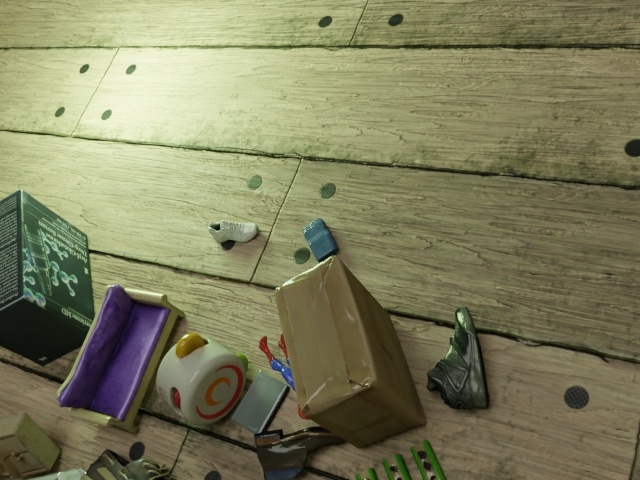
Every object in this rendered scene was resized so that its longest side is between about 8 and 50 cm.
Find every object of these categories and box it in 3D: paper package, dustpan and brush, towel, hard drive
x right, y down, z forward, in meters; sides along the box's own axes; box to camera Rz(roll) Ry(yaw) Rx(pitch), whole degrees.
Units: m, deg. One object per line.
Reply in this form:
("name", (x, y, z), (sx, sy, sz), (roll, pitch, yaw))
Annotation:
("paper package", (0.063, 0.244, 1.543), (0.168, 0.325, 0.310), (-25, 54, 13))
("dustpan and brush", (-0.609, 0.629, 1.787), (0.211, 0.147, 0.060), (43, 117, 35))
("towel", (0.000, 0.000, 1.907), (0.067, 0.029, 0.119), (-32, 52, 8))
("hard drive", (-0.143, 0.392, 1.756), (0.094, 0.022, 0.135), (21, 74, 35))

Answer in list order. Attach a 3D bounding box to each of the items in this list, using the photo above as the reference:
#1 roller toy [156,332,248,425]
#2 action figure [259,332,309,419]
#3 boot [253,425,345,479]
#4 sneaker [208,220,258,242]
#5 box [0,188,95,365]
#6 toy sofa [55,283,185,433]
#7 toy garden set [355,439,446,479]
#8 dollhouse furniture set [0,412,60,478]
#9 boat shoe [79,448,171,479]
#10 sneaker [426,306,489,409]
("roller toy", (-0.291, 0.331, 1.758), (0.146, 0.209, 0.191), (26, 85, 37))
("action figure", (-0.043, 0.300, 1.681), (0.091, 0.139, 0.280), (-10, 45, -30))
("boot", (-0.037, 0.476, 1.637), (0.219, 0.082, 0.106), (-7, 85, 12))
("sneaker", (-0.245, -0.028, 2.032), (0.152, 0.061, 0.054), (-5, 58, 23))
("box", (-0.837, 0.108, 2.114), (0.211, 0.293, 0.396), (-27, 54, 12))
("toy sofa", (-0.516, 0.303, 1.907), (0.150, 0.177, 0.363), (6, 65, 31))
("toy garden set", (0.148, 0.549, 1.494), (0.244, 0.049, 0.204), (-30, 53, 9))
("dollhouse furniture set", (-0.862, 0.642, 1.791), (0.256, 0.362, 0.394), (-17, 30, 19))
("boat shoe", (-0.424, 0.580, 1.725), (0.355, 0.132, 0.130), (10, 68, 30))
("sneaker", (0.284, 0.252, 1.573), (0.130, 0.087, 0.228), (-9, 64, 16))
